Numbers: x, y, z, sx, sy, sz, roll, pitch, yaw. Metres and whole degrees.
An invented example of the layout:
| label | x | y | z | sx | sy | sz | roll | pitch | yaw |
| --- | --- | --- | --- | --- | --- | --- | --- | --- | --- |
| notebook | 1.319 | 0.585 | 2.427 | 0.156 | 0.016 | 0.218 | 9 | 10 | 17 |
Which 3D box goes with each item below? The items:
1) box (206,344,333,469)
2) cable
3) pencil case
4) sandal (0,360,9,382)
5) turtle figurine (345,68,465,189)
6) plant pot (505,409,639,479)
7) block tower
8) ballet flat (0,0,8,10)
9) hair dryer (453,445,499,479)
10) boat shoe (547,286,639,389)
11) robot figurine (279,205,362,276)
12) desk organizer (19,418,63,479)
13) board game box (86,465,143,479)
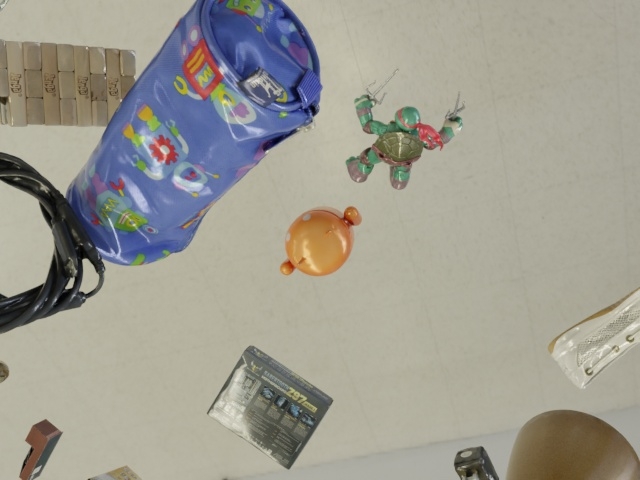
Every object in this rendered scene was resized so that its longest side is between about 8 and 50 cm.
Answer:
| label | x | y | z | sx | sy | sz | roll | pitch | yaw |
| --- | --- | --- | --- | --- | --- | --- | --- | --- | --- |
| box | -0.115 | 0.377 | 1.671 | 0.233 | 0.059 | 0.183 | 32 | 101 | 6 |
| cable | -0.283 | -0.002 | 0.631 | 0.151 | 0.184 | 0.047 | -27 | 162 | -31 |
| pencil case | -0.116 | -0.085 | 0.651 | 0.133 | 0.119 | 0.306 | 47 | 133 | -6 |
| sandal | -0.394 | 0.112 | 0.724 | 0.180 | 0.049 | 0.072 | 20 | 138 | -38 |
| turtle figurine | 0.124 | -0.169 | 1.185 | 0.175 | 0.118 | 0.234 | 25 | 149 | 0 |
| plant pot | 0.417 | 0.460 | 1.281 | 0.237 | 0.254 | 0.237 | 10 | 111 | 28 |
| block tower | -0.358 | -0.167 | 0.783 | 0.336 | 0.097 | 0.090 | -6 | 104 | -32 |
| ballet flat | -0.380 | -0.416 | 0.867 | 0.164 | 0.182 | 0.482 | 30 | 84 | -56 |
| hair dryer | 0.146 | 0.384 | 0.769 | 0.080 | 0.223 | 0.293 | -4 | 120 | 41 |
| boat shoe | 0.466 | 0.119 | 1.045 | 0.277 | 0.096 | 0.098 | -38 | 154 | 22 |
| robot figurine | 0.001 | -0.002 | 1.413 | 0.158 | 0.219 | 0.128 | -2 | 97 | 6 |
| desk organizer | -0.609 | 0.451 | 1.578 | 0.050 | 0.047 | 0.130 | 35 | 106 | 13 |
| board game box | -0.279 | 0.481 | 1.226 | 0.243 | 0.165 | 0.042 | 39 | 87 | 12 |
